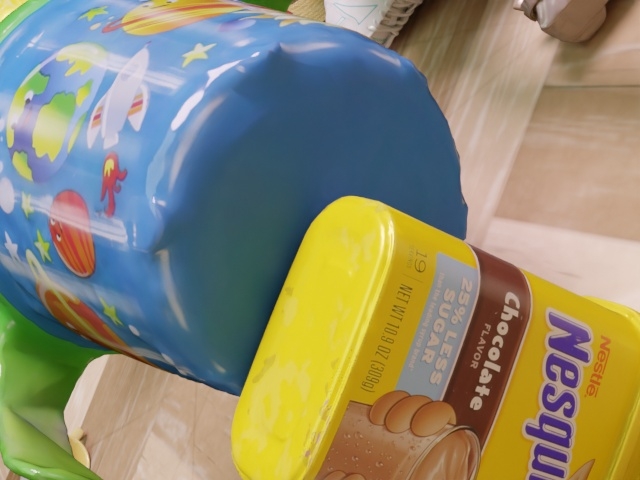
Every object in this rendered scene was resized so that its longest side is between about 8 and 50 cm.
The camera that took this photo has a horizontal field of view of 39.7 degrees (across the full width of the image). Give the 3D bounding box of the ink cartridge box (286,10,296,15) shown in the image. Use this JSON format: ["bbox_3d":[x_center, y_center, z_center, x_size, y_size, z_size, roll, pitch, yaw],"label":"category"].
[{"bbox_3d":[-0.044,-0.125,0.729,0.056,0.099,0.135,-32,45,44],"label":"ink cartridge box"}]

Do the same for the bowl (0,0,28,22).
[{"bbox_3d":[-0.159,-0.132,0.780,0.156,0.289,0.289,-14,56,27],"label":"bowl"}]

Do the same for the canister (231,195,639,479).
[{"bbox_3d":[0.060,0.065,0.374,0.073,0.170,0.126,18,86,59],"label":"canister"}]

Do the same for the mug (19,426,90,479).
[{"bbox_3d":[-0.266,0.233,0.892,0.062,0.078,0.064,54,132,19],"label":"mug"}]

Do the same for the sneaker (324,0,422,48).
[{"bbox_3d":[0.053,-0.179,0.670,0.152,0.054,0.061,-19,64,59],"label":"sneaker"}]

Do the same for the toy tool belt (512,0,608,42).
[{"bbox_3d":[0.147,-0.158,0.504,0.083,0.052,0.051,-53,42,21],"label":"toy tool belt"}]

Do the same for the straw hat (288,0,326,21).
[{"bbox_3d":[-0.035,-0.241,0.824,0.061,0.145,0.144,71,-145,-77],"label":"straw hat"}]

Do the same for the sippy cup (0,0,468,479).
[{"bbox_3d":[-0.054,-0.027,0.463,0.224,0.240,0.305,18,113,54],"label":"sippy cup"}]
